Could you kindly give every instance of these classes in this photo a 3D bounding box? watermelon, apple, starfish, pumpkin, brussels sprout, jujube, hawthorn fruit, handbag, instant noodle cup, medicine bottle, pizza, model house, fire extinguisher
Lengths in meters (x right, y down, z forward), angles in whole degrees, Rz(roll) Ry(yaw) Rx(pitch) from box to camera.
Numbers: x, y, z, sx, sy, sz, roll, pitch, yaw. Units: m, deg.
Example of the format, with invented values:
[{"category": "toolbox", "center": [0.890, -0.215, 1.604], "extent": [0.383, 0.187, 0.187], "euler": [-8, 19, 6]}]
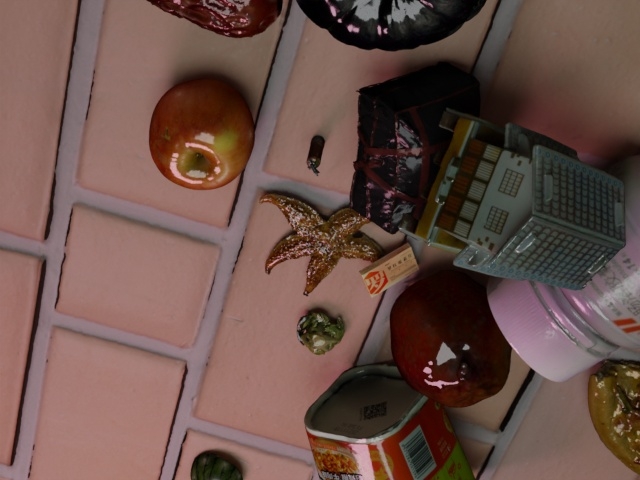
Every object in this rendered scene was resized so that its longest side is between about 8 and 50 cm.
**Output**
[{"category": "watermelon", "center": [-0.203, 0.460, 2.065], "extent": [0.105, 0.062, 0.105], "euler": [9, 130, 11]}, {"category": "apple", "center": [-0.174, -0.159, 1.594], "extent": [0.163, 0.139, 0.163], "euler": [1, 136, 1]}, {"category": "starfish", "center": [0.000, 0.001, 1.734], "extent": [0.240, 0.043, 0.227], "euler": [35, 121, -13]}, {"category": "pumpkin", "center": [0.084, -0.359, 1.333], "extent": [0.295, 0.296, 0.296], "euler": [4, 125, 6]}, {"category": "brussels sprout", "center": [-0.004, 0.158, 1.835], "extent": [0.085, 0.058, 0.085], "euler": [4, 109, 12]}, {"category": "jujube", "center": [-0.155, -0.364, 1.444], "extent": [0.230, 0.155, 0.155], "euler": [20, 125, 4]}, {"category": "hawthorn fruit", "center": [0.205, 0.164, 1.687], "extent": [0.208, 0.248, 0.208], "euler": [0, 108, 0]}, {"category": "handbag", "center": [0.129, -0.131, 1.536], "extent": [0.155, 0.169, 0.215], "euler": [32, 132, 40]}, {"category": "instant noodle cup", "center": [0.125, 0.393, 1.854], "extent": [0.293, 0.294, 0.308], "euler": [-12, 114, 16]}, {"category": "medicine bottle", "center": [0.419, 0.049, 1.583], "extent": [0.241, 0.241, 0.302], "euler": [39, 121, -18]}, {"category": "pizza", "center": [0.573, 0.334, 1.860], "extent": [0.257, 0.087, 0.268], "euler": [7, 127, 7]}, {"category": "model house", "center": [0.262, -0.045, 1.432], "extent": [0.224, 0.215, 0.198], "euler": [15, 100, -45]}, {"category": "fire extinguisher", "center": [-0.006, -0.126, 1.619], "extent": [0.022, 0.083, 0.028], "euler": [-31, 116, 24]}]

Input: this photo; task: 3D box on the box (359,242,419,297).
[{"category": "box", "center": [0.111, 0.048, 1.734], "extent": [0.093, 0.015, 0.058], "euler": [-30, 134, -6]}]
